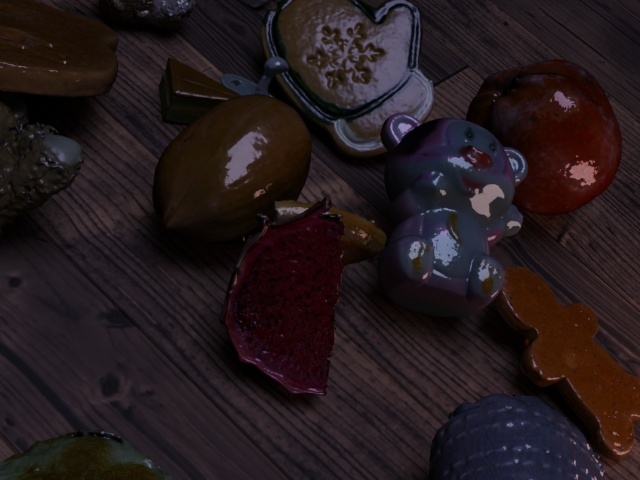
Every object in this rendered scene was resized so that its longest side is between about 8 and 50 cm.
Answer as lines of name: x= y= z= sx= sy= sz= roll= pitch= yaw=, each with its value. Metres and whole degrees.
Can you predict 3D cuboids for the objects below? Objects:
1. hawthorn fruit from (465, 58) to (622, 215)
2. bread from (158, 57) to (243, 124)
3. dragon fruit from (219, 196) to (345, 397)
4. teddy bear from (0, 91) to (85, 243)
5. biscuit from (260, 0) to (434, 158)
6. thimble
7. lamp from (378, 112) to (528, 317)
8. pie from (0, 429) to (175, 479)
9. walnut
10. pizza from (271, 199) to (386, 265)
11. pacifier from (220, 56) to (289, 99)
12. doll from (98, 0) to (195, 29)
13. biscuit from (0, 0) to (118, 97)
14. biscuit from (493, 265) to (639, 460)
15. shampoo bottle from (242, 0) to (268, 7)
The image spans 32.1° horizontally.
hawthorn fruit: x=0.376 y=-0.175 z=1.904 sx=0.284 sy=0.284 sz=0.284 roll=14 pitch=45 yaw=-14
bread: x=-0.187 y=-0.237 z=1.817 sx=0.139 sy=0.074 sz=0.084 roll=5 pitch=51 yaw=-21
dragon fruit: x=-0.060 y=0.068 z=1.524 sx=0.161 sy=0.274 sz=0.126 roll=4 pitch=7 yaw=-12
teddy bear: x=-0.473 y=-0.121 z=1.510 sx=0.267 sy=0.156 sz=0.256 roll=-10 pitch=53 yaw=-22
biscuit: x=0.065 y=-0.318 z=1.925 sx=0.287 sy=0.057 sz=0.344 roll=-34 pitch=76 yaw=-11
thimble: x=0.255 y=0.317 z=1.425 sx=0.236 sy=0.205 sz=0.172 roll=17 pitch=43 yaw=-11
lamp: x=0.188 y=-0.034 z=1.729 sx=0.247 sy=0.247 sz=0.301 roll=14 pitch=67 yaw=-9
pie: x=-0.277 y=0.320 z=1.249 sx=0.257 sy=0.106 sz=0.274 roll=35 pitch=39 yaw=29
walnut: x=-0.136 y=-0.098 z=1.629 sx=0.203 sy=0.203 sz=0.298 roll=41 pitch=48 yaw=13
pizza: x=0.000 y=0.000 z=1.626 sx=0.182 sy=0.161 sz=0.063 roll=6 pitch=55 yaw=-16
pacifier: x=-0.088 y=-0.254 z=1.858 sx=0.150 sy=0.117 sz=0.126 roll=36 pitch=20 yaw=13
doll: x=-0.320 y=-0.420 z=1.899 sx=0.221 sy=0.105 sz=0.115 roll=2 pitch=13 yaw=-25
biscuit: x=-0.496 y=-0.301 z=1.668 sx=0.385 sy=0.062 sz=0.365 roll=14 pitch=24 yaw=-14
biscuit: x=0.378 y=0.174 z=1.710 sx=0.324 sy=0.049 sz=0.205 roll=49 pitch=44 yaw=2
shampoo bottle: x=-0.105 y=-0.500 z=2.125 sx=0.077 sy=0.045 sz=0.152 roll=32 pitch=45 yaw=7
